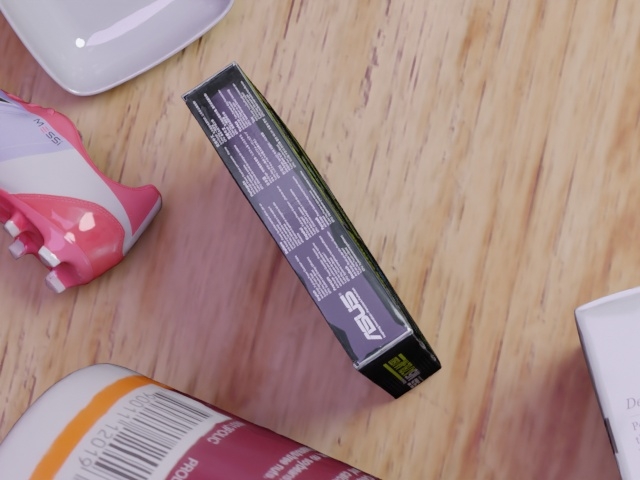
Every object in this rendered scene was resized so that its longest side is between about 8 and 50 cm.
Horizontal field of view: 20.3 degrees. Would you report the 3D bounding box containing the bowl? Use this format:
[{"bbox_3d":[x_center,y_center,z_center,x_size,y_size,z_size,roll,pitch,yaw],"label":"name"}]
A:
[{"bbox_3d":[-0.143,-0.181,1.174,0.142,0.053,0.142,-30,114,3],"label":"bowl"}]

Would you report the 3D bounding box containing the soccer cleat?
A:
[{"bbox_3d":[-0.216,-0.069,1.187,0.248,0.083,0.095,42,65,17],"label":"soccer cleat"}]

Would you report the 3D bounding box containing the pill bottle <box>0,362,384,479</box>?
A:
[{"bbox_3d":[0.000,0.239,1.000,0.392,0.224,0.224,22,85,18],"label":"pill bottle"}]

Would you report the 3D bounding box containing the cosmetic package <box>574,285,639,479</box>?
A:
[{"bbox_3d":[0.245,0.113,1.027,0.151,0.151,0.183,-17,77,7],"label":"cosmetic package"}]

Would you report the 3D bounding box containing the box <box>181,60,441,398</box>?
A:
[{"bbox_3d":[0.000,0.000,1.073,0.045,0.184,0.190,-34,77,4],"label":"box"}]
